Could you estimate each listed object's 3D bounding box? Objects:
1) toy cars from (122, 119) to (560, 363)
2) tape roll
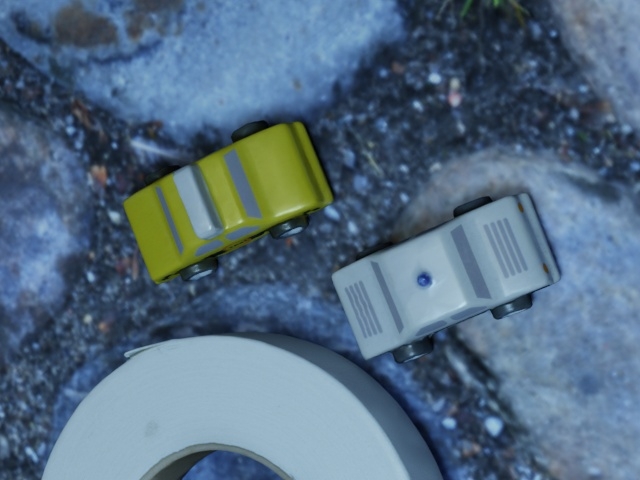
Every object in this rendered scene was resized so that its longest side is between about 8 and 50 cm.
[{"bbox_3d":[0.000,0.000,1.354,0.393,0.087,0.176,19,97,20],"label":"toy cars"},{"bbox_3d":[-0.071,0.270,1.376,0.392,0.072,0.392,0,89,27],"label":"tape roll"}]
